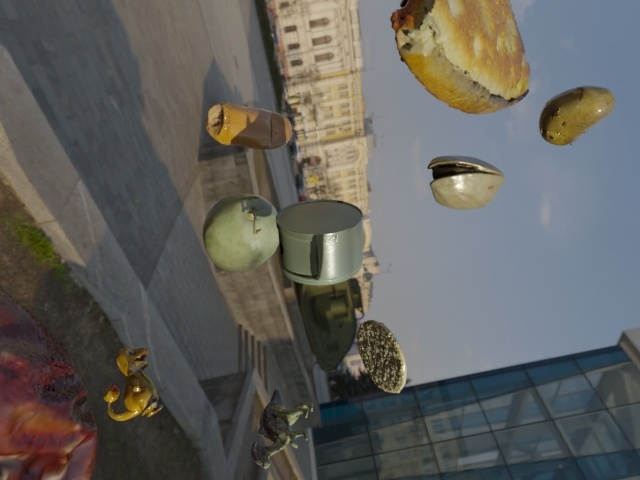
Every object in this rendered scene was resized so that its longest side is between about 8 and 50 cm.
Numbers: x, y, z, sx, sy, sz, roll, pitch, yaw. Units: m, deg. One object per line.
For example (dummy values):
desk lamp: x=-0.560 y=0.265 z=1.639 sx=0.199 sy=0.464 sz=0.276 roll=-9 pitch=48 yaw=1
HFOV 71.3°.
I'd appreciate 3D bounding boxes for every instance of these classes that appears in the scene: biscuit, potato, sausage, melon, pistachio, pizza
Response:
biscuit: x=0.120 y=0.229 z=0.890 sx=0.152 sy=0.020 sz=0.151 roll=33 pitch=-50 yaw=51
potato: x=0.627 y=-0.317 z=1.110 sx=0.176 sy=0.137 sz=0.137 roll=-41 pitch=-132 yaw=40
sausage: x=-0.219 y=-0.370 z=1.473 sx=0.354 sy=0.116 sz=0.134 roll=-7 pitch=98 yaw=-57
melon: x=-0.260 y=-0.023 z=1.466 sx=0.308 sy=0.272 sz=0.271 roll=-47 pitch=-143 yaw=33
pistachio: x=0.364 y=-0.149 z=1.130 sx=0.153 sy=0.238 sz=0.137 roll=-37 pitch=-124 yaw=54
pizza: x=0.234 y=-0.422 z=0.765 sx=0.440 sy=0.130 sz=0.405 roll=-5 pitch=89 yaw=-49

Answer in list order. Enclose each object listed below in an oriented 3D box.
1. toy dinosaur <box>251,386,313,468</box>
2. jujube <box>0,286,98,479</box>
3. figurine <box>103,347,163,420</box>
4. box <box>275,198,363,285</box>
toy dinosaur: x=-0.116 y=0.565 z=1.375 sx=0.294 sy=0.162 sz=0.077 roll=-69 pitch=155 yaw=-72
jujube: x=-0.331 y=0.143 z=0.312 sx=0.376 sy=0.277 sz=0.276 roll=92 pitch=-11 yaw=-54
figurine: x=-0.460 y=0.345 z=1.072 sx=0.121 sy=0.123 sz=0.176 roll=94 pitch=-26 yaw=-63
box: x=0.000 y=0.000 z=1.184 sx=0.226 sy=0.227 sz=0.149 roll=-101 pitch=-173 yaw=-64
